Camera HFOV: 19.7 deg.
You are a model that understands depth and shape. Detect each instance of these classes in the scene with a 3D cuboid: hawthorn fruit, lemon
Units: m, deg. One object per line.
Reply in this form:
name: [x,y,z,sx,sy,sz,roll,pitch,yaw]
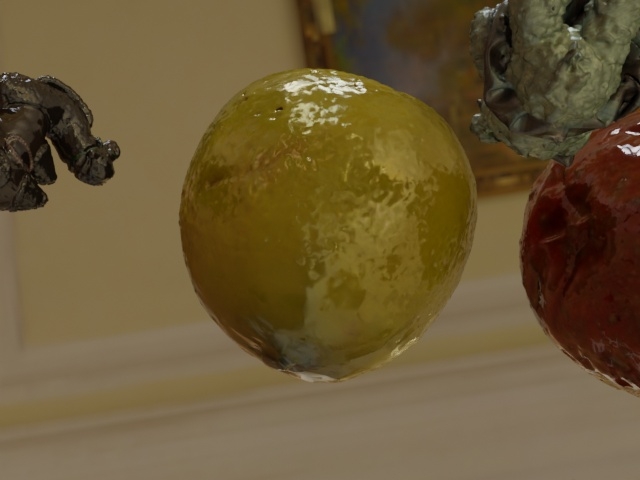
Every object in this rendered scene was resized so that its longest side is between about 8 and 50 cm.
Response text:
hawthorn fruit: [0.285,0.009,1.454,0.258,0.261,0.258,-40,138,-50]
lemon: [0.000,0.000,1.463,0.240,0.240,0.219,84,21,-66]

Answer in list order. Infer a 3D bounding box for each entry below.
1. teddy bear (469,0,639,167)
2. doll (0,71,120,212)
teddy bear: [0.156,-0.103,1.197,0.213,0.133,0.111,104,-4,-53]
doll: [-0.235,-0.078,1.415,0.057,0.165,0.139,-39,-151,49]
